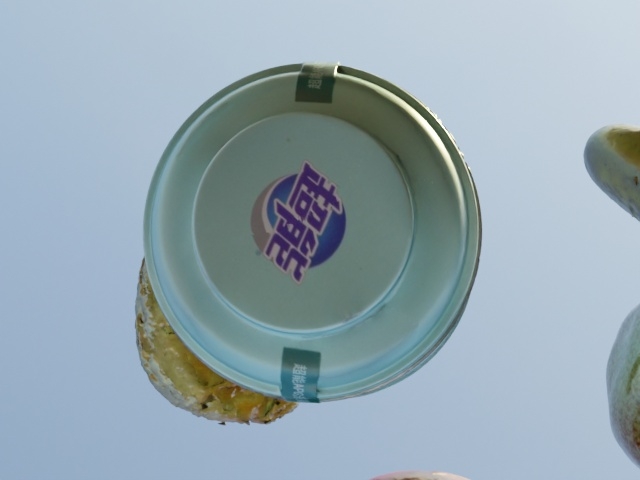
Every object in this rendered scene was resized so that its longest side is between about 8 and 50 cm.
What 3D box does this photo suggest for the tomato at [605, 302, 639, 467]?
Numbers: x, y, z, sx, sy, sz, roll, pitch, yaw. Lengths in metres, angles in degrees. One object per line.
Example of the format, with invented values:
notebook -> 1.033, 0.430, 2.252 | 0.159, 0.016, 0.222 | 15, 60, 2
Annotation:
tomato -> 0.458, 0.184, 1.532 | 0.303, 0.239, 0.303 | 25, -174, -3

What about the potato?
potato -> 0.442, -0.078, 1.812 | 0.113, 0.149, 0.251 | -42, -135, -2

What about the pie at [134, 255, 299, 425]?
pie -> -0.089, 0.074, 1.555 | 0.274, 0.055, 0.274 | 1, -93, -29

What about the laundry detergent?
laundry detergent -> 0.000, 0.000, 1.240 | 0.287, 0.305, 0.287 | -1, -96, 6

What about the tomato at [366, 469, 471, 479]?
tomato -> 0.095, 0.405, 1.435 | 0.290, 0.325, 0.293 | 35, -161, -56
